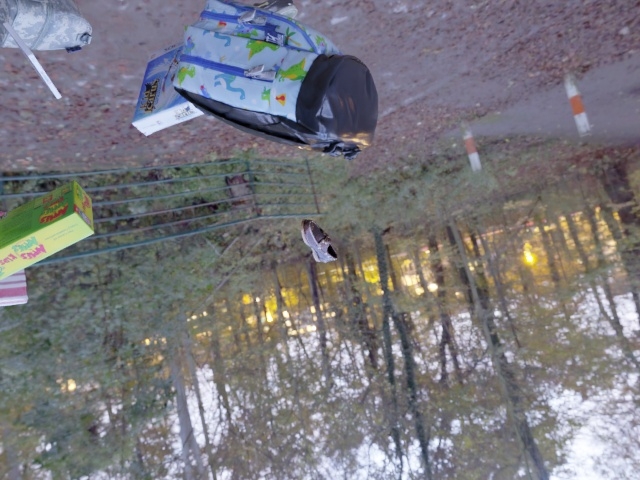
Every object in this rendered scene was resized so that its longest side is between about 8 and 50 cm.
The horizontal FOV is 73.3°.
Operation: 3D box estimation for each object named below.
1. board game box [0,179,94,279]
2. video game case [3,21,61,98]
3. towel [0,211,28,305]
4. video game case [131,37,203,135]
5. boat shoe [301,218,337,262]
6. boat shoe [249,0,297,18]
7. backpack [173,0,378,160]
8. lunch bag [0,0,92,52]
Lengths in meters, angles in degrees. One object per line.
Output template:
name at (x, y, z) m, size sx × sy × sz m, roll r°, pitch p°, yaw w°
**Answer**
board game box at (-0.421, -0.008, 0.613) m, size 0.181 × 0.092 × 0.043 m, roll -29°, pitch 136°, yaw -7°
video game case at (-0.547, -0.340, 0.822) m, size 0.011 × 0.087 × 0.122 m, roll -37°, pitch 170°, yaw -18°
towel at (-0.616, 0.032, 0.765) m, size 0.144 × 0.197 × 0.029 m, roll -1°, pitch 152°, yaw -47°
video game case at (-0.386, -0.443, 1.186) m, size 0.244 × 0.270 × 0.061 m, roll -12°, pitch 151°, yaw 23°
boat shoe at (0.000, 0.000, 1.350) m, size 0.072 × 0.073 × 0.207 m, roll 0°, pitch 150°, yaw 21°
boat shoe at (-0.188, -0.704, 1.346) m, size 0.227 × 0.069 × 0.081 m, roll -24°, pitch 180°, yaw -10°
backpack at (-0.093, -0.296, 0.800) m, size 0.355 × 0.274 × 0.290 m, roll 8°, pitch -169°, yaw 23°
lunch bag at (-0.898, -0.757, 1.341) m, size 0.212 × 0.305 × 0.256 m, roll -30°, pitch 180°, yaw 39°
